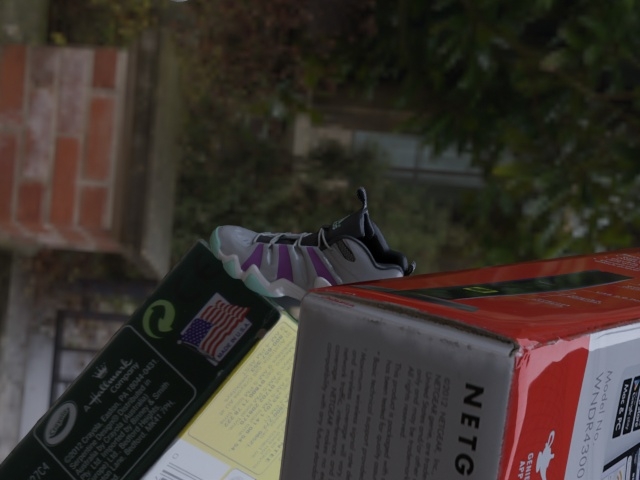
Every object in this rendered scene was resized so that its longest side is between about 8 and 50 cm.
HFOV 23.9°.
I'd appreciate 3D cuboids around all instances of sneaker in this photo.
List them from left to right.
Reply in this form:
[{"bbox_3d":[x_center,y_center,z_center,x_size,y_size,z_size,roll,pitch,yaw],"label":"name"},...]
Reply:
[{"bbox_3d":[0.000,0.000,0.732,0.069,0.098,0.038,-63,180,26],"label":"sneaker"}]

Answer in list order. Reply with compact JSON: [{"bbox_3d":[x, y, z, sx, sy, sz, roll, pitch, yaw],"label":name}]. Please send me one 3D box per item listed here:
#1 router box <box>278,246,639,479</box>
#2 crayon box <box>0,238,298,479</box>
[{"bbox_3d":[0.095,0.175,0.587,0.301,0.082,0.335,-6,105,-52],"label":"router box"},{"bbox_3d":[-0.054,0.149,0.954,0.202,0.081,0.318,-49,149,-3],"label":"crayon box"}]
